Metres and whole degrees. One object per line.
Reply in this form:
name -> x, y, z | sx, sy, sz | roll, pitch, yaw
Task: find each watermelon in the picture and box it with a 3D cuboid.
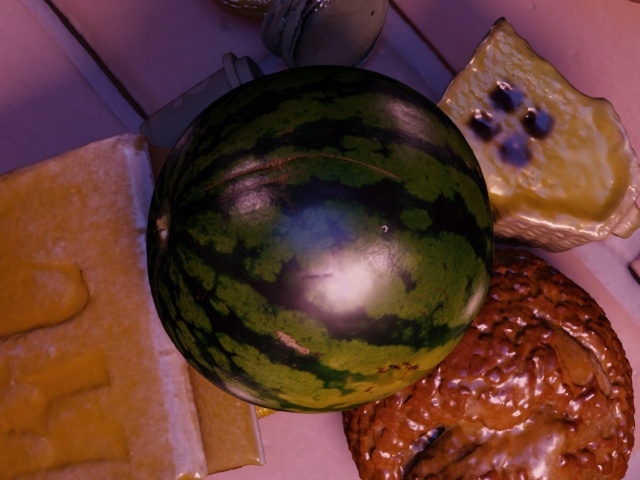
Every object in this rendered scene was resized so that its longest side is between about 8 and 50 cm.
watermelon -> 0.000, 0.000, 0.823 | 0.285, 0.285, 0.285 | 0, 81, 1

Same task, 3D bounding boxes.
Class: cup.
cup -> -0.111, -0.120, 1.068 | 0.141, 0.120, 0.120 | -28, 82, 11

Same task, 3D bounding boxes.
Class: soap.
soap -> -0.228, 0.094, 0.976 | 0.293, 0.156, 0.335 | -15, 79, 26

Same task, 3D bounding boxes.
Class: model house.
model house -> 0.198, -0.070, 1.010 | 0.234, 0.193, 0.175 | 44, 84, 4

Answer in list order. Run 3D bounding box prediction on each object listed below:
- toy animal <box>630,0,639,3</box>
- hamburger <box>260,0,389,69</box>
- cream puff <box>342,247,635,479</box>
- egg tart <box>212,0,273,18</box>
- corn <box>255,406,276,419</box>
toy animal -> 0.353, -0.339, 1.067 | 0.171, 0.171, 0.198 | 36, 80, 6
hamburger -> 0.008, -0.235, 1.064 | 0.062, 0.140, 0.133 | 47, 114, 28
cream puff -> 0.164, 0.154, 0.964 | 0.302, 0.212, 0.303 | 0, 86, -5
egg tart -> -0.064, -0.327, 1.110 | 0.191, 0.074, 0.191 | 0, 82, 0
corn -> -0.066, 0.152, 1.042 | 0.206, 0.067, 0.067 | -25, 82, 0
